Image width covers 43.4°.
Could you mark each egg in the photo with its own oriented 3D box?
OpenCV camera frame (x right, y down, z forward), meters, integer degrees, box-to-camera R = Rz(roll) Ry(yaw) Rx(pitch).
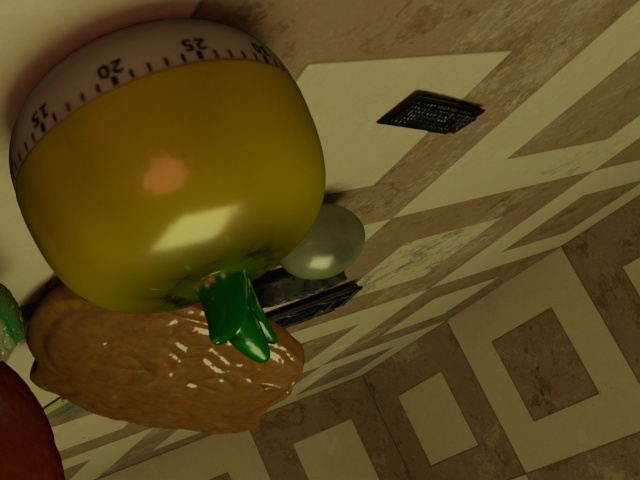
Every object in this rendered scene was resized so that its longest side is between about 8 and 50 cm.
[{"bbox_3d":[0.000,0.000,1.201,0.152,0.114,0.114,-13,160,-38],"label":"egg"}]

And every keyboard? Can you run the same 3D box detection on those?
[{"bbox_3d":[0.155,-0.166,1.090,0.074,0.015,0.196,-35,162,31],"label":"keyboard"}]

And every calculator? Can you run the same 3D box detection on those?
[{"bbox_3d":[-0.043,0.169,1.845,0.274,0.028,0.166,-19,163,-25],"label":"calculator"}]

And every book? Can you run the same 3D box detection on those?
[{"bbox_3d":[-0.431,0.319,1.735,0.217,0.021,0.310,-33,163,23],"label":"book"}]

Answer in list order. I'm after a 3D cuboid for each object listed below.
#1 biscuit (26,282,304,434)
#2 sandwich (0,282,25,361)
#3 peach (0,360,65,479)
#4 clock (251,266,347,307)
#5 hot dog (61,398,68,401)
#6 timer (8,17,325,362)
[{"bbox_3d":[-0.228,0.183,1.157,0.385,0.062,0.365,16,140,-17],"label":"biscuit"},{"bbox_3d":[-0.400,0.112,0.850,0.109,0.160,0.185,16,160,10],"label":"sandwich"},{"bbox_3d":[-0.466,0.296,0.975,0.290,0.373,0.372,-21,164,-28],"label":"peach"},{"bbox_3d":[-0.070,0.073,1.329,0.226,0.049,0.226,-17,-178,0],"label":"clock"},{"bbox_3d":[-0.353,0.230,1.471,0.250,0.076,0.104,-18,162,-20],"label":"hot dog"},{"bbox_3d":[-0.107,-0.019,0.684,0.285,0.285,0.285,-24,164,-7],"label":"timer"}]
